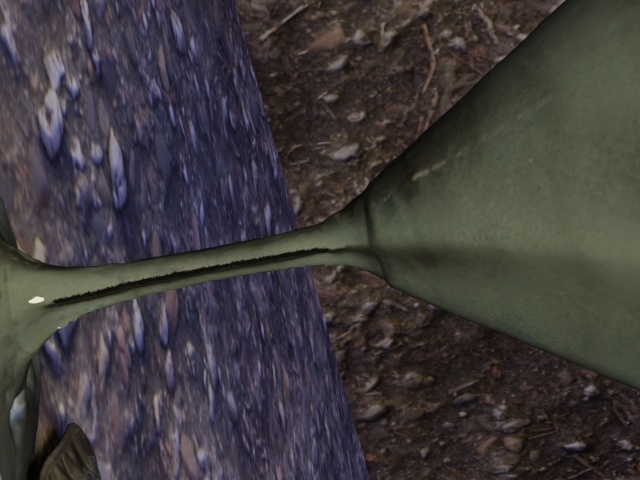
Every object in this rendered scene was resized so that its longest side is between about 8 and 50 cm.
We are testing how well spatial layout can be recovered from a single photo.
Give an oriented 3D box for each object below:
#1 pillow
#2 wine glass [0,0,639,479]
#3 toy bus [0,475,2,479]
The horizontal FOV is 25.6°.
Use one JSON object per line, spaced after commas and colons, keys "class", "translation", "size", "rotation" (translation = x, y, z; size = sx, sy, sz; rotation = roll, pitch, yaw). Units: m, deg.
{"class": "pillow", "translation": [-0.134, 0.225, 0.853], "size": [0.130, 0.033, 0.217], "rotation": [-79, 157, -79]}
{"class": "wine glass", "translation": [0.000, 0.000, 0.734], "size": [0.267, 0.406, 0.267], "rotation": [-9, 90, -84]}
{"class": "toy bus", "translation": [-0.150, 0.175, 0.464], "size": [0.139, 0.113, 0.301], "rotation": [-79, 161, -74]}
